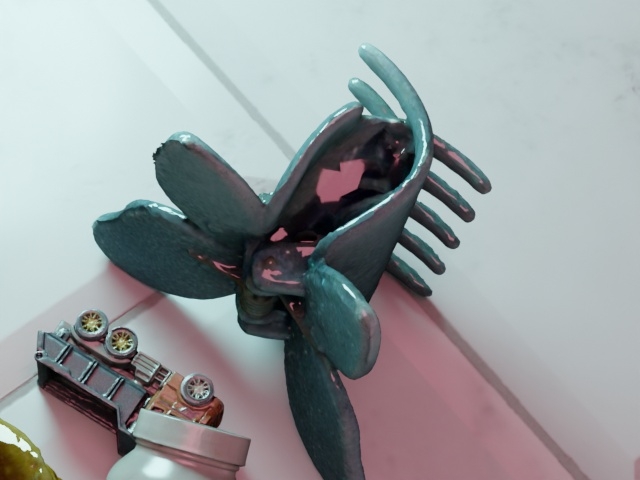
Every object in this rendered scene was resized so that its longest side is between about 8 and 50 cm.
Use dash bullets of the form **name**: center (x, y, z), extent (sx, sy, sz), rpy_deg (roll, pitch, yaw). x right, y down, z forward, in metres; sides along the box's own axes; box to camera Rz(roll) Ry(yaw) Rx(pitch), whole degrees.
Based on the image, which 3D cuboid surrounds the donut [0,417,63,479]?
- **donut**: center (-0.345, 0.315, 1.332), extent (0.330, 0.160, 0.330), rpy_deg (-12, 55, 17)

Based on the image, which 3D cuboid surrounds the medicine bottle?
- **medicine bottle**: center (-0.146, 0.285, 1.383), extent (0.131, 0.131, 0.250), rpy_deg (16, 84, -2)

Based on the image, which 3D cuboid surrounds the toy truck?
- **toy truck**: center (-0.193, 0.147, 1.506), extent (0.192, 0.083, 0.092), rpy_deg (31, 63, 7)

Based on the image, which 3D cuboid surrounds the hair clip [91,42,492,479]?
- **hair clip**: center (0.000, 0.000, 1.486), extent (0.238, 0.318, 0.392), rpy_deg (-39, 74, -26)
